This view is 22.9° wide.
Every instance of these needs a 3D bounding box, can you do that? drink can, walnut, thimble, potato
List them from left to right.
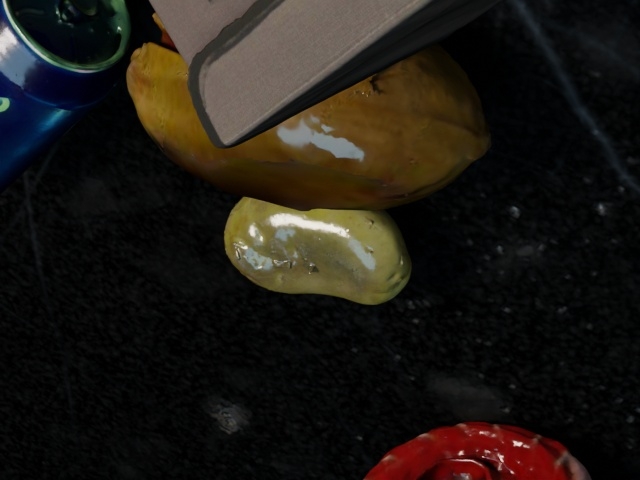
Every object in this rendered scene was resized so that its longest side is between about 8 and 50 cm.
[{"bbox_3d":[-0.220,-0.111,1.086,0.118,0.118,0.205,42,137,-13],"label":"drink can"},{"bbox_3d":[-0.012,-0.085,0.986,0.245,0.137,0.137,9,134,21],"label":"walnut"},{"bbox_3d":[0.000,0.000,1.107,0.138,0.070,0.091,10,132,18],"label":"potato"},{"bbox_3d":[0.124,0.228,1.189,0.190,0.163,0.125,-2,128,21],"label":"thimble"}]

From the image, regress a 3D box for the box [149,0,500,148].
[{"bbox_3d":[0.041,-0.178,0.724,0.153,0.188,0.252,60,145,1],"label":"box"}]
